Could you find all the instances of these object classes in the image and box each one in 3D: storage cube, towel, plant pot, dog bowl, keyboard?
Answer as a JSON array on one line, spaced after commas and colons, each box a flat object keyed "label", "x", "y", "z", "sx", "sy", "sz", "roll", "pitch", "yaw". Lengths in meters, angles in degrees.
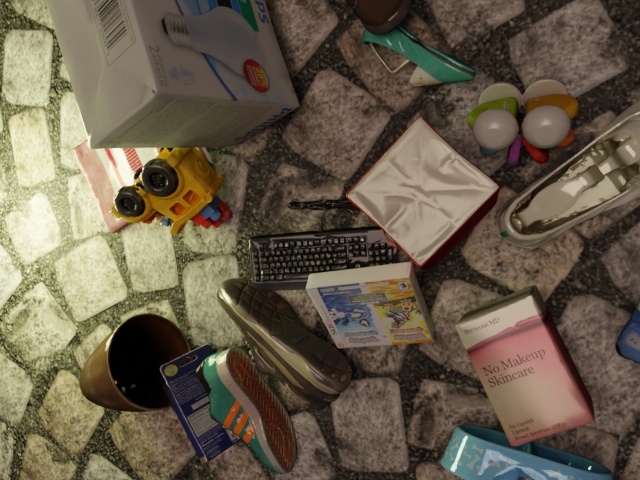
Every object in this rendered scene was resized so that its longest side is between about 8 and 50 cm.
[{"label": "storage cube", "x": 0.186, "y": -0.073, "z": 1.048, "sx": 0.215, "sy": 0.193, "sz": 0.183, "roll": -46, "pitch": 77, "yaw": 7}, {"label": "towel", "x": -0.429, "y": -0.195, "z": 1.387, "sx": 0.329, "sy": 0.037, "sz": 0.237, "roll": -30, "pitch": 83, "yaw": 21}, {"label": "plant pot", "x": -0.450, "y": 0.303, "z": 1.351, "sx": 0.230, "sy": 0.215, "sz": 0.215, "roll": -25, "pitch": 84, "yaw": 35}, {"label": "dog bowl", "x": 0.368, "y": 0.403, "z": 1.043, "sx": 0.297, "sy": 0.166, "sz": 0.074, "roll": 12, "pitch": 86, "yaw": 21}, {"label": "keyboard", "x": 0.000, "y": 0.000, "z": 1.215, "sx": 0.317, "sy": 0.033, "sz": 0.201, "roll": -5, "pitch": 87, "yaw": 17}]

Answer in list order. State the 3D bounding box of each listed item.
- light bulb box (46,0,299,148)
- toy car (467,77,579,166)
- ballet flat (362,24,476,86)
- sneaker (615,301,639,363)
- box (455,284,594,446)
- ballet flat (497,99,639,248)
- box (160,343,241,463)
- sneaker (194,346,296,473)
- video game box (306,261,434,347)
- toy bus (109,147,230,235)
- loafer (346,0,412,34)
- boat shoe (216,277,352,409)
[{"label": "light bulb box", "x": -0.275, "y": -0.378, "z": 1.116, "sx": 0.225, "sy": 0.361, "sz": 0.358, "roll": -21, "pitch": 85, "yaw": 38}, {"label": "toy car", "x": 0.353, "y": -0.195, "z": 1.030, "sx": 0.182, "sy": 0.159, "sz": 0.136, "roll": 0, "pitch": 130, "yaw": 22}, {"label": "ballet flat", "x": 0.178, "y": -0.343, "z": 1.113, "sx": 0.247, "sy": 0.083, "sz": 0.087, "roll": 40, "pitch": 115, "yaw": 20}, {"label": "sneaker", "x": 0.638, "y": 0.235, "z": 0.953, "sx": 0.330, "sy": 0.130, "sz": 0.147, "roll": 39, "pitch": 121, "yaw": 19}, {"label": "box", "x": 0.362, "y": 0.218, "z": 1.045, "sx": 0.148, "sy": 0.127, "sz": 0.232, "roll": -27, "pitch": 83, "yaw": 21}, {"label": "ballet flat", "x": 0.474, "y": -0.114, "z": 0.978, "sx": 0.400, "sy": 0.139, "sz": 0.139, "roll": -37, "pitch": 80, "yaw": 19}, {"label": "box", "x": -0.254, "y": 0.355, "z": 1.298, "sx": 0.036, "sy": 0.136, "sz": 0.225, "roll": -38, "pitch": 79, "yaw": 47}, {"label": "sneaker", "x": -0.161, "y": 0.373, "z": 1.266, "sx": 0.121, "sy": 0.108, "sz": 0.302, "roll": -24, "pitch": 99, "yaw": 29}, {"label": "video game box", "x": 0.098, "y": 0.131, "z": 1.134, "sx": 0.205, "sy": 0.048, "sz": 0.187, "roll": -8, "pitch": 132, "yaw": 23}, {"label": "toy bus", "x": -0.313, "y": -0.089, "z": 1.288, "sx": 0.220, "sy": 0.149, "sz": 0.211, "roll": -35, "pitch": 112, "yaw": 22}, {"label": "loafer", "x": 0.055, "y": -0.553, "z": 1.088, "sx": 0.134, "sy": 0.130, "sz": 0.366, "roll": -36, "pitch": 63, "yaw": 20}, {"label": "boat shoe", "x": -0.100, "y": 0.220, "z": 1.229, "sx": 0.355, "sy": 0.132, "sz": 0.130, "roll": 40, "pitch": 116, "yaw": 23}]
